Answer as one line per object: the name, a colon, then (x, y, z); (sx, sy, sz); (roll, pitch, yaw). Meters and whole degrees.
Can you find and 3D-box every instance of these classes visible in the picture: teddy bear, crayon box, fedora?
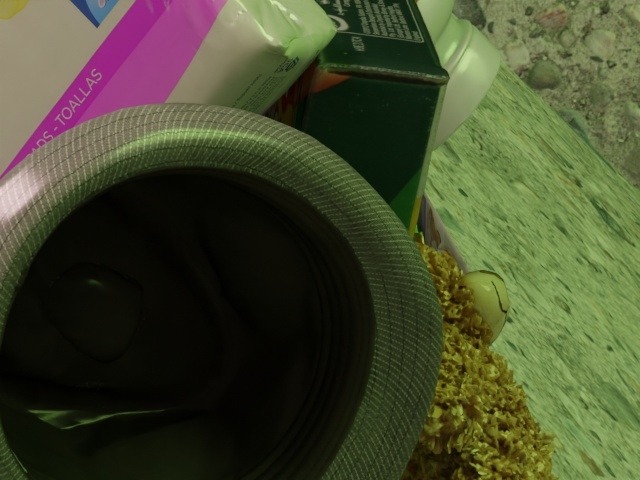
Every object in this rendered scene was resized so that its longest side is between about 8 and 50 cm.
teddy bear: (0.116, 0.140, 1.088); (0.245, 0.113, 0.338); (42, 26, -36)
crayon box: (0.000, 0.000, 0.990); (0.081, 0.319, 0.202); (6, 27, -9)
fedora: (-0.084, 0.050, 0.761); (0.275, 0.244, 0.124); (21, 0, -38)

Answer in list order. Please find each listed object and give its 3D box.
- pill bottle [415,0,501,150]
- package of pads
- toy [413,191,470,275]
pill bottle: (-0.010, -0.270, 1.592); (0.407, 0.229, 0.229); (42, 17, -17)
package of pads: (-0.171, -0.134, 0.860); (0.296, 0.229, 0.101); (47, 27, 6)
toy: (0.087, 0.055, 1.330); (0.056, 0.137, 0.237); (-3, 28, -6)
